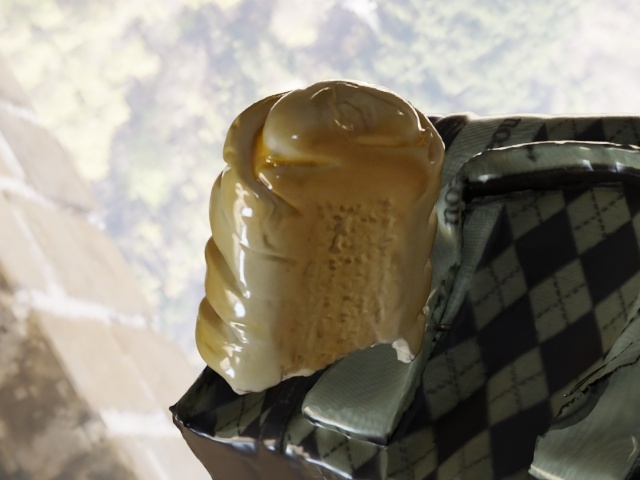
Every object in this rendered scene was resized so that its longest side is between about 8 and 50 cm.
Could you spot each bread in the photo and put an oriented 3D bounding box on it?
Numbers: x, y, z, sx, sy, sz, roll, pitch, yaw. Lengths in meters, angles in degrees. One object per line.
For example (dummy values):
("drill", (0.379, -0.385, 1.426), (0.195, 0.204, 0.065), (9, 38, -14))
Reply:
("bread", (0.000, 0.000, 0.777), (0.119, 0.084, 0.177), (-4, 121, -20))

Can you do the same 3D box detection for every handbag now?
("handbag", (0.139, 0.064, 0.914), (0.416, 0.180, 0.316), (4, -136, 42))
